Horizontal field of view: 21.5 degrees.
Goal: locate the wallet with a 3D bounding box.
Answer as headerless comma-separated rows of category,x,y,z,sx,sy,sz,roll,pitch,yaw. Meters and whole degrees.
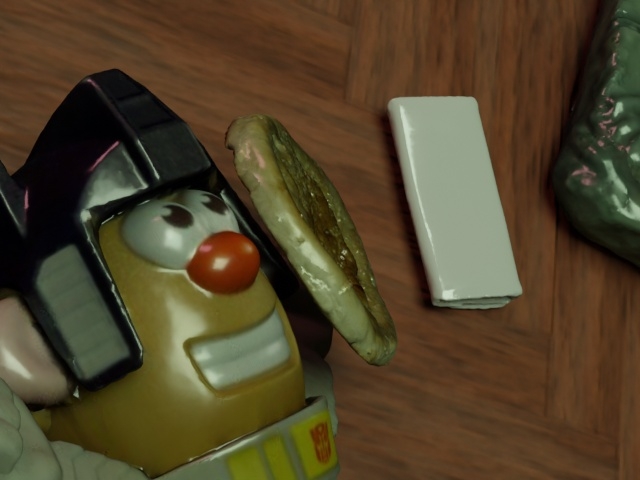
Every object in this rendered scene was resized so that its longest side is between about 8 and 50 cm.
wallet,0.074,-0.022,0.945,0.061,0.025,0.122,-1,71,-34

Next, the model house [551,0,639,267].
model house,0.319,-0.129,0.958,0.194,0.325,0.267,30,57,-20

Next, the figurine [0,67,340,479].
figurine,-0.065,0.074,0.741,0.308,0.143,0.308,57,9,-15

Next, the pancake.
pancake,0.000,0.000,0.793,0.139,0.022,0.139,57,9,-15
